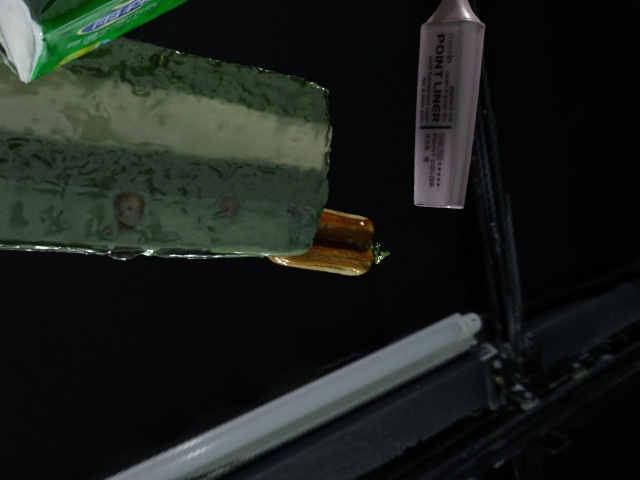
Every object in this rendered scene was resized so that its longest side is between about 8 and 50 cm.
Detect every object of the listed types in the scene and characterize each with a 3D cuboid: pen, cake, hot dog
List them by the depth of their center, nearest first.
[{"bbox_3d":[-0.149,-0.071,0.577,0.284,0.172,0.157,5,-87,-25],"label":"cake"},{"bbox_3d":[0.103,-0.125,0.610,0.032,0.053,0.197,2,-88,-50],"label":"pen"},{"bbox_3d":[0.000,0.000,0.874,0.188,0.055,0.072,10,-98,-43],"label":"hot dog"}]

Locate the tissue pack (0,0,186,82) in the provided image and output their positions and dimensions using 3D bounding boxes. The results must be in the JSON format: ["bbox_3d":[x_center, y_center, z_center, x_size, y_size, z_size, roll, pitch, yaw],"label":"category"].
[{"bbox_3d":[-0.088,-0.202,0.369,0.209,0.156,0.148,-35,-80,-22],"label":"tissue pack"}]
